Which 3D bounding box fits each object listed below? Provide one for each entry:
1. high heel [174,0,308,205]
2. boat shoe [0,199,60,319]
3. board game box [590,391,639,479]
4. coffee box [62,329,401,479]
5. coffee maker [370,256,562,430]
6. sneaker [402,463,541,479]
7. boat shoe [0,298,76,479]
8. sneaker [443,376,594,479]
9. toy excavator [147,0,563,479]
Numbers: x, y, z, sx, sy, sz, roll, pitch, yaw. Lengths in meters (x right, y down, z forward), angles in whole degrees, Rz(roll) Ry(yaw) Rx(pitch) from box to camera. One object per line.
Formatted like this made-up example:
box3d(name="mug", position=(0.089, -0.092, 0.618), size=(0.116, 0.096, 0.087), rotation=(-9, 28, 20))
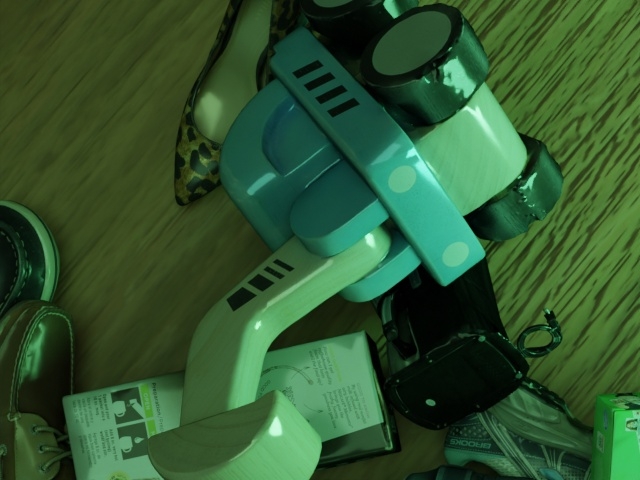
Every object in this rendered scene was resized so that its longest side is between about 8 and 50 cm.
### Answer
box3d(name="high heel", position=(-0.093, -0.162, 1.700), size=(0.093, 0.186, 0.261), rotation=(28, 85, 10))
box3d(name="boat shoe", position=(-0.478, 0.136, 1.715), size=(0.500, 0.156, 0.187), rotation=(-35, 78, -1))
box3d(name="board game box", position=(0.350, 0.292, 1.568), size=(0.213, 0.046, 0.317), rotation=(-1, 105, -12))
box3d(name="coffee box", position=(-0.080, 0.180, 1.658), size=(0.297, 0.168, 0.119), rotation=(-13, 80, 5))
box3d(name="coffee maker", position=(0.133, 0.070, 1.642), size=(0.171, 0.120, 0.178), rotation=(-14, 42, 3))
box3d(name="sneaker", position=(0.122, 0.313, 1.569), size=(0.163, 0.086, 0.226), rotation=(11, 61, 9))
box3d(name="boat shoe", position=(-0.279, 0.222, 1.683), size=(0.116, 0.123, 0.324), rotation=(8, 91, 38))
box3d(name="sneaker", position=(0.249, 0.235, 1.661), size=(0.283, 0.110, 0.122), rotation=(32, 100, 15))
box3d(name="toy excavator", position=(0.000, 0.000, 1.555), size=(0.445, 0.222, 0.433), rotation=(-38, 39, 1))
